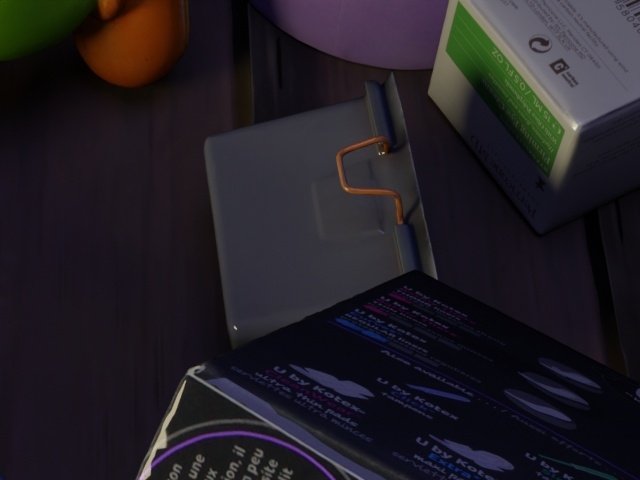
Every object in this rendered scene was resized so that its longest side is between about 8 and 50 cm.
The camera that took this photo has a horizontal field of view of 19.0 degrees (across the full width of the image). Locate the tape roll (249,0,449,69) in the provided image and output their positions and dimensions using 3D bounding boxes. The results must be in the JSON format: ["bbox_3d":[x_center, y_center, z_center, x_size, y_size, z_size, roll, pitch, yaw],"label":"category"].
[{"bbox_3d":[0.042,-0.183,0.962,0.189,0.080,0.189,4,56,-5],"label":"tape roll"}]

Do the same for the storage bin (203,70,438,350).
[{"bbox_3d":[0.000,0.000,0.832,0.091,0.098,0.135,-10,57,-1],"label":"storage bin"}]

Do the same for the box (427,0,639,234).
[{"bbox_3d":[0.122,-0.079,0.896,0.102,0.087,0.101,-26,63,-21],"label":"box"}]

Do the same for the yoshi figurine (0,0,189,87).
[{"bbox_3d":[-0.245,-0.084,0.839,0.362,0.203,0.203,-21,101,-35],"label":"yoshi figurine"}]

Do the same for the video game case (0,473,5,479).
[{"bbox_3d":[-0.147,0.084,0.717,0.015,0.119,0.166,-40,84,2],"label":"video game case"}]

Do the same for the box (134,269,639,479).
[{"bbox_3d":[0.029,0.122,0.622,0.143,0.270,0.165,27,101,11],"label":"box"}]
